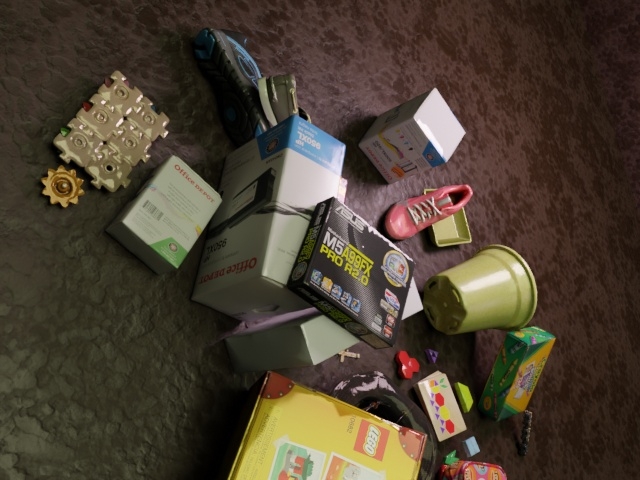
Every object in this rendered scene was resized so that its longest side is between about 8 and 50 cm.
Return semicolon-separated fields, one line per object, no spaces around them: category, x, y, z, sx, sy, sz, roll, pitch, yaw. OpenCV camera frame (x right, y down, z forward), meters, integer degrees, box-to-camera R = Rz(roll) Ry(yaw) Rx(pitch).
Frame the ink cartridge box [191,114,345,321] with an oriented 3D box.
ink cartridge box;-0.116;-0.041;1.457;0.166;0.285;0.395;27;60;-33

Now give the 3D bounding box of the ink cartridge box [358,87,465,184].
ink cartridge box;0.271;-0.307;1.928;0.171;0.232;0.168;50;52;-18

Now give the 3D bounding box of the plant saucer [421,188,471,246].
plant saucer;0.399;-0.073;2.092;0.188;0.045;0.188;-6;79;-43

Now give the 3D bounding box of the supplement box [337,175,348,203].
supplement box;0.002;-0.093;1.721;0.104;0.081;0.188;27;59;-33

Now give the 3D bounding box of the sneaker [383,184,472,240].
sneaker;0.325;-0.102;1.937;0.314;0.136;0.116;-26;87;-24

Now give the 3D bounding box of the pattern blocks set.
pattern blocks set;0.340;0.471;1.842;0.285;0.026;0.325;6;62;-40

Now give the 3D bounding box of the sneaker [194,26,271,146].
sneaker;-0.185;-0.381;1.617;0.139;0.125;0.341;-22;89;-46

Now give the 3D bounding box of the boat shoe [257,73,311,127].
boat shoe;-0.073;-0.297;1.618;0.305;0.091;0.109;66;13;-57

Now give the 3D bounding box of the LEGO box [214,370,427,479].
LEGO box;-0.041;0.571;1.291;0.372;0.193;0.500;25;61;-7

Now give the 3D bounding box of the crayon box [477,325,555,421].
crayon box;0.604;0.410;1.989;0.165;0.081;0.278;-3;116;-42

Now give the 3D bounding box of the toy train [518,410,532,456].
toy train;0.662;0.619;2.072;0.036;0.027;0.158;-14;111;-52

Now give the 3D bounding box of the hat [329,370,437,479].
hat;0.121;0.499;1.595;0.331;0.134;0.331;19;51;-25

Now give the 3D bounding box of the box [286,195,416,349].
box;0.074;0.071;1.352;0.270;0.060;0.216;38;55;-27

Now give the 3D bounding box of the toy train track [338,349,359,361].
toy train track;0.074;0.299;1.701;0.083;0.014;0.048;19;64;-37

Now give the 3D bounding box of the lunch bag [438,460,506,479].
lunch bag;0.446;0.772;1.800;0.258;0.120;0.293;22;62;-36

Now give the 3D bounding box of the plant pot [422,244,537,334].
plant pot;0.457;0.167;1.941;0.254;0.276;0.276;-11;83;-31

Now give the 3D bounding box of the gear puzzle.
gear puzzle;-0.467;-0.194;1.370;0.175;0.044;0.339;44;54;-25

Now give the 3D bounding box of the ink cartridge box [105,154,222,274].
ink cartridge box;-0.335;-0.056;1.402;0.154;0.093;0.212;44;53;-23

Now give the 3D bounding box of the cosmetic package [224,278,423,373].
cosmetic package;0.011;0.193;1.495;0.377;0.284;0.097;-18;88;-43
